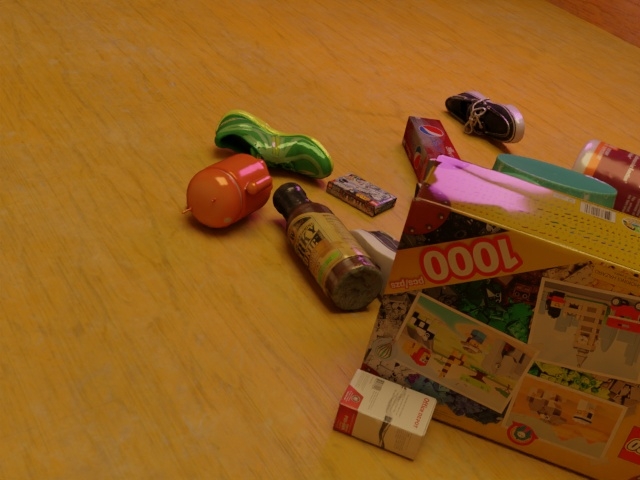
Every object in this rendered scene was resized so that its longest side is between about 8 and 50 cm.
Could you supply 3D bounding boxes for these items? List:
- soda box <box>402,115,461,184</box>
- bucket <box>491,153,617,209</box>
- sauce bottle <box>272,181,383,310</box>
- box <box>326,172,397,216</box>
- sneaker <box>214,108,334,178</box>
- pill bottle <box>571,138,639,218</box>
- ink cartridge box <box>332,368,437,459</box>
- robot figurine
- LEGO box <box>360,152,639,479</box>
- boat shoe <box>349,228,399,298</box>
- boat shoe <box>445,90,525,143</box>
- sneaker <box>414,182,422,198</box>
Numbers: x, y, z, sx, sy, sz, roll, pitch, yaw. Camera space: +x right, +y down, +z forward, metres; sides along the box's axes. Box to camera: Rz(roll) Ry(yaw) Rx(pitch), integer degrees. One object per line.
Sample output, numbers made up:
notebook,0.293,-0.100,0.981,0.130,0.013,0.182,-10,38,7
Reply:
soda box,0.281,-0.223,2.256,0.092,0.083,0.263,7,31,-11
bucket,0.432,-0.047,1.739,0.281,0.183,0.281,13,16,-4
sauce bottle,0.000,0.000,1.737,0.111,0.111,0.344,-3,32,-27
box,0.094,-0.106,2.035,0.137,0.027,0.094,31,32,27
sneaker,-0.111,-0.199,2.056,0.295,0.109,0.123,22,53,10
pill bottle,0.764,-0.065,2.053,0.392,0.224,0.224,25,31,18
ink cartridge box,0.100,0.268,1.372,0.135,0.056,0.099,20,31,11
robot figurine,-0.187,-0.100,1.809,0.158,0.128,0.219,28,32,19
LEGO box,0.350,0.131,1.395,0.500,0.372,0.193,19,30,10
boat shoe,0.157,0.065,1.703,0.102,0.108,0.301,-6,28,-29
boat shoe,0.461,-0.355,2.533,0.105,0.113,0.306,-8,33,-23
sneaker,0.272,-0.078,2.023,0.086,0.064,0.192,4,28,-8
